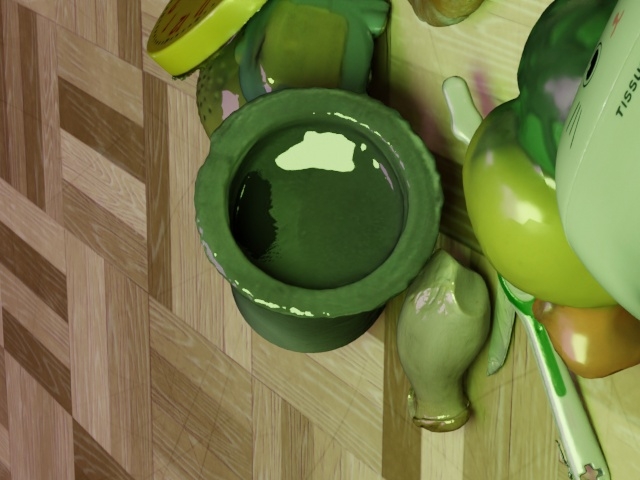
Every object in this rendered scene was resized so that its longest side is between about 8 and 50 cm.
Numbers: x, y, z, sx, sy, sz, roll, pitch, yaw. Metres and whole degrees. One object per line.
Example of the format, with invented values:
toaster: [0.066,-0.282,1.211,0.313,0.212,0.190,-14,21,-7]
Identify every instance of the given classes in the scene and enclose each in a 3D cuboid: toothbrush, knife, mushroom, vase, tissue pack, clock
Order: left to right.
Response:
clock: [-0.090,-0.304,1.987,0.071,0.293,0.277,39,154,-18]
vase: [0.000,0.000,1.908,0.291,0.245,0.245,88,164,-74]
mushroom: [0.126,0.103,1.881,0.097,0.088,0.212,28,131,31]
knife: [0.188,0.015,1.809,0.047,0.017,0.298,49,143,49]
toothbrush: [0.191,0.041,1.747,0.040,0.042,0.418,45,-155,-82]
tissue pack: [0.308,-0.105,1.268,0.333,0.229,0.236,-65,26,26]

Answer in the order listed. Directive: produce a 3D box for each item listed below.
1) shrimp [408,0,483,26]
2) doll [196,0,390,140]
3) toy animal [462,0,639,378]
shrimp: [0.135,-0.324,1.734,0.317,0.077,0.168,120,135,-56]
doll: [-0.041,-0.171,2.016,0.260,0.161,0.177,155,122,-68]
toy animal: [0.219,-0.060,1.525,0.338,0.191,0.216,104,150,-42]
